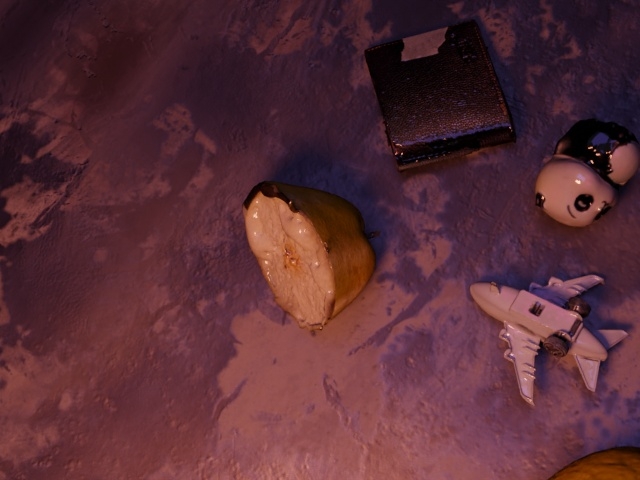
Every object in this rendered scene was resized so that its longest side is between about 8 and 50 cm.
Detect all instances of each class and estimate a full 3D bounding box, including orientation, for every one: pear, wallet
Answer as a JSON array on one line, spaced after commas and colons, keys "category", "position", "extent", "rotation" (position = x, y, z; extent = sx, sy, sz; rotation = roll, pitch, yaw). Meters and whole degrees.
[{"category": "pear", "position": [0.001, 0.003, 1.662], "extent": [0.178, 0.267, 0.267], "rotation": [-24, 67, -32]}, {"category": "wallet", "position": [0.209, -0.262, 1.757], "extent": [0.221, 0.071, 0.262], "rotation": [-15, 65, 5]}]

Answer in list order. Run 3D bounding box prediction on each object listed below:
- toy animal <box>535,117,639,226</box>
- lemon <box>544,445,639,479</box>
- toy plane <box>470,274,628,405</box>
[{"category": "toy animal", "position": [0.443, -0.105, 1.630], "extent": [0.138, 0.166, 0.179], "rotation": [30, 91, 45]}, {"category": "lemon", "position": [0.427, 0.444, 1.359], "extent": [0.364, 0.364, 0.364], "rotation": [-3, 73, 9]}, {"category": "toy plane", "position": [0.356, 0.128, 1.592], "extent": [0.255, 0.101, 0.251], "rotation": [30, 68, 17]}]
